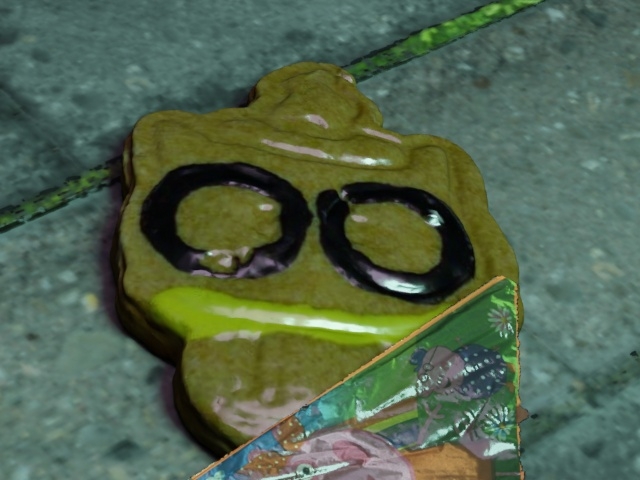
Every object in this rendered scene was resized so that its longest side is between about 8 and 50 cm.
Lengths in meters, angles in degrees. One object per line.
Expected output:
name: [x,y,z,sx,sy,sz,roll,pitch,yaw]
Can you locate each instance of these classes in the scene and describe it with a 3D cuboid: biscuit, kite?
biscuit: [0.000,0.000,0.840,0.208,0.041,0.290,6,44,-9]
kite: [0.025,0.133,0.696,0.234,0.016,0.321,8,50,-6]
